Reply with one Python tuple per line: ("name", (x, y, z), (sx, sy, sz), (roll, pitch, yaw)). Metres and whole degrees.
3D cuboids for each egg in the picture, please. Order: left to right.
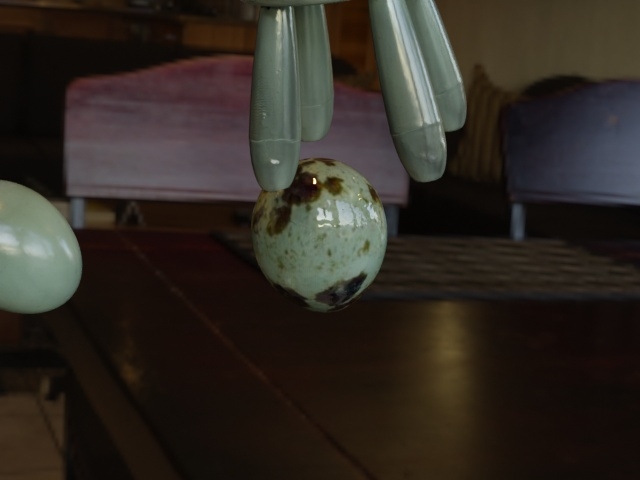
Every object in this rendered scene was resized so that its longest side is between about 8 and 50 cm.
("egg", (-0.384, 0.009, 1.593), (0.192, 0.149, 0.149), (36, 4, -12))
("egg", (0.000, 0.000, 1.598), (0.169, 0.231, 0.169), (-3, 51, 4))

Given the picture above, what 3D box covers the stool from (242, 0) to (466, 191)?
("stool", (0.026, -0.167, 1.175), (0.195, 0.199, 0.195), (-1, 24, 15))
